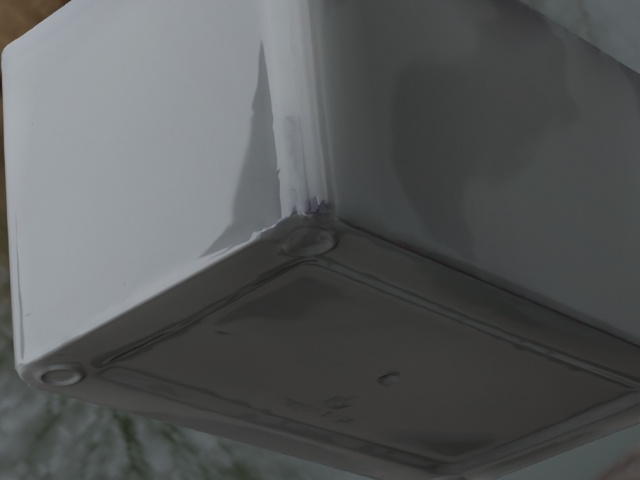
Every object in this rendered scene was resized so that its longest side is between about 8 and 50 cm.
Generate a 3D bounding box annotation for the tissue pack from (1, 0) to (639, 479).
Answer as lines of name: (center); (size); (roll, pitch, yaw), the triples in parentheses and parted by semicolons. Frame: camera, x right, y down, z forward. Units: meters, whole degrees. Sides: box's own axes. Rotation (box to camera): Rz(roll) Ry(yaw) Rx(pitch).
tissue pack: (0.019, -0.005, 0.649); (0.159, 0.246, 0.136); (-27, 57, 35)
